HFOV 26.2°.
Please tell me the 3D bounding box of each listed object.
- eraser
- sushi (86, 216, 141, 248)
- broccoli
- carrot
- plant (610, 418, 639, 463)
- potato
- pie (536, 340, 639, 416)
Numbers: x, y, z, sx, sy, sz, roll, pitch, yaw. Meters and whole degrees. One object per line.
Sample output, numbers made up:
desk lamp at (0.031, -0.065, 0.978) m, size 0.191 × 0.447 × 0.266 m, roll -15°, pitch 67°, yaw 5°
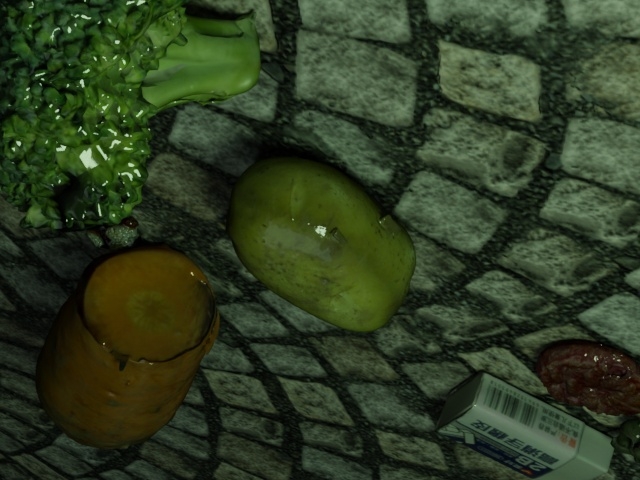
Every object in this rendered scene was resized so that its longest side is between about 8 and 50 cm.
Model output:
eraser at (0.278, 0.263, 1.872) m, size 0.210 × 0.068 × 0.124 m, roll 28°, pitch 148°, yaw -9°
sushi at (-0.276, -0.018, 1.844) m, size 0.083 × 0.044 × 0.046 m, roll -3°, pitch 119°, yaw 33°
broccoli at (-0.227, -0.173, 1.342) m, size 0.277 × 0.338 × 0.317 m, roll 37°, pitch -176°, yaw 37°
carrot at (-0.278, 0.156, 1.926) m, size 0.224 × 0.224 × 0.341 m, roll 25°, pitch 146°, yaw -3°
plant at (0.456, 0.269, 1.757) m, size 0.174 × 0.087 × 0.085 m, roll 13°, pitch 113°, yaw 23°
potato at (0.001, 0.000, 1.571) m, size 0.228 × 0.149 × 0.197 m, roll 25°, pitch 162°, yaw 0°
pie at (0.344, 0.174, 1.722) m, size 0.154 × 0.036 × 0.154 m, roll 16°, pitch 149°, yaw 10°
